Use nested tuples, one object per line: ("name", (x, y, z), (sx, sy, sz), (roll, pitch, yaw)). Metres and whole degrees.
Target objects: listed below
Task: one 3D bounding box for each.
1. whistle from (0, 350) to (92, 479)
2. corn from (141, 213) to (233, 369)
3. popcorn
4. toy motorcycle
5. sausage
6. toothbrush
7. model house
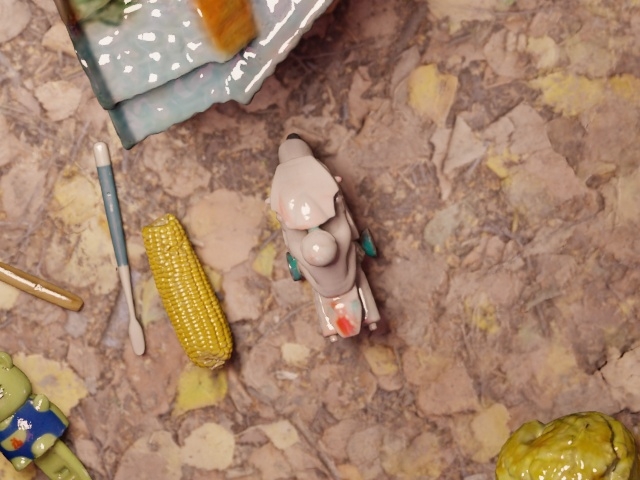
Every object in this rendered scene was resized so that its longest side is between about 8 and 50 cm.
("whistle", (-0.377, 0.239, 1.817), (0.105, 0.085, 0.227), (-37, 99, 18))
("corn", (-0.166, 0.067, 1.782), (0.067, 0.067, 0.206), (-21, 99, 6))
("popcorn", (0.322, 0.304, 1.770), (0.198, 0.198, 0.212), (-44, 131, 10))
("toy motorcycle", (0.000, 0.000, 1.712), (0.110, 0.171, 0.260), (-16, 98, 7))
("sausage", (-0.363, 0.057, 1.809), (0.132, 0.024, 0.024), (24, 102, -2))
("toothbrush", (-0.252, 0.010, 1.799), (0.019, 0.025, 0.275), (-10, 99, -2))
("model house", (-0.108, -0.309, 1.541), (0.339, 0.360, 0.297), (-18, 109, 1))
